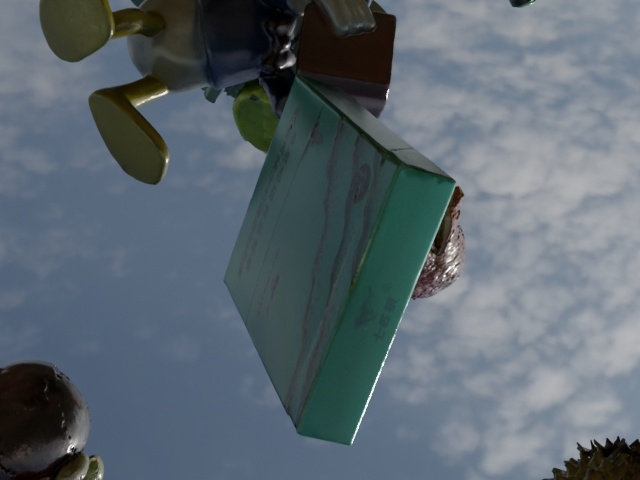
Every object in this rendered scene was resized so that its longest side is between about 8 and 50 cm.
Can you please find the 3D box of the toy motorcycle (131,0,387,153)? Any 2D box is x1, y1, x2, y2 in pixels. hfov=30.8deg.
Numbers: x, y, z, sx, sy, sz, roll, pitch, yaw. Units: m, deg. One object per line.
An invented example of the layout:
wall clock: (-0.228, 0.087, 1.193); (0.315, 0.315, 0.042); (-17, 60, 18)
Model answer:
toy motorcycle: (-0.087, -0.275, 1.373); (0.326, 0.200, 0.191); (37, -127, -1)

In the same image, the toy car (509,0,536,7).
toy car: (0.294, -0.350, 1.458); (0.143, 0.073, 0.054); (-25, -161, 17)

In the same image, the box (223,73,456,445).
box: (0.000, 0.000, 0.710); (0.042, 0.161, 0.226); (14, -165, -20)

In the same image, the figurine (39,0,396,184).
figurine: (-0.037, -0.207, 1.063); (0.283, 0.205, 0.338); (13, -141, 32)

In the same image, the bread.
bread: (0.165, 0.019, 1.730); (0.139, 0.269, 0.095); (-43, -103, -11)

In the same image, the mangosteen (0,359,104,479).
mangosteen: (-0.322, 0.224, 1.262); (0.180, 0.166, 0.166); (52, -141, 0)

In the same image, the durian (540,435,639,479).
durian: (0.333, 0.332, 1.161); (0.293, 0.258, 0.258); (36, -147, -1)
